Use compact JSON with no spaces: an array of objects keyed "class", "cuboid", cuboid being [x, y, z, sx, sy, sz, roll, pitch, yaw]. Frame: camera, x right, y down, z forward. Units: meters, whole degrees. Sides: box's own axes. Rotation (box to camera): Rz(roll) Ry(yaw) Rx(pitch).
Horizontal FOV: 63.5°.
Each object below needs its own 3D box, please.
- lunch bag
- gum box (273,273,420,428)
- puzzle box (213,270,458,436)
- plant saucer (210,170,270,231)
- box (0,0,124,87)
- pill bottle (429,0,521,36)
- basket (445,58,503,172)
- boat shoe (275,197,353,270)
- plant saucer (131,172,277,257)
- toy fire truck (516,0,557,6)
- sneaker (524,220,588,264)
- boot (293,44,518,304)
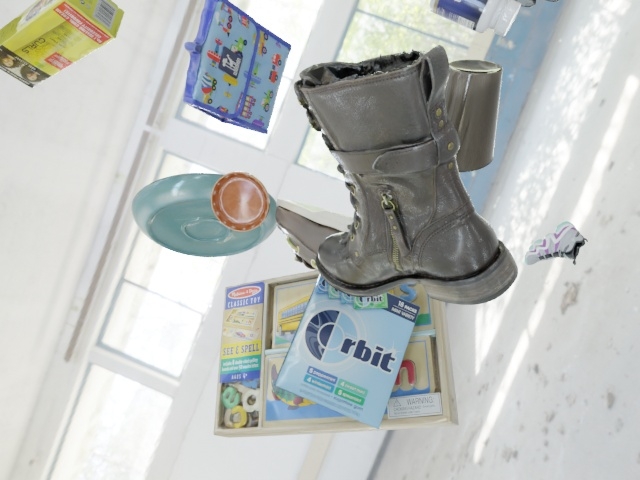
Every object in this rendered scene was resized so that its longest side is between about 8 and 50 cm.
[{"class":"lunch bag","cuboid":[-0.204,-0.379,1.123,0.293,0.138,0.220,0,-73,-70]},{"class":"gum box","cuboid":[0.041,0.151,0.746,0.041,0.157,0.184,121,172,-72]},{"class":"puzzle box","cuboid":[0.010,0.177,0.864,0.052,0.409,0.272,43,-139,-53]},{"class":"plant saucer","cuboid":[-0.109,-0.054,0.709,0.013,0.084,0.083,-54,-14,-69]},{"class":"box","cuboid":[-0.408,-0.311,0.786,0.087,0.232,0.058,35,-127,-49]},{"class":"pill bottle","cuboid":[0.323,-0.493,1.078,0.094,0.169,0.094,-57,-12,-19]},{"class":"basket","cuboid":[0.354,-0.307,1.250,0.204,0.154,0.226,-36,-43,-41]},{"class":"boat shoe","cuboid":[0.000,0.000,0.793,0.324,0.117,0.096,23,98,63]},{"class":"plant saucer","cuboid":[-0.246,-0.037,1.123,0.317,0.318,0.043,105,164,-60]},{"class":"toy fire truck","cuboid":[0.518,-0.681,1.266,0.217,0.246,0.158,23,94,56]},{"class":"sneaker","cuboid":[0.389,0.021,0.846,0.098,0.038,0.069,-46,43,18]},{"class":"boot","cuboid":[0.045,-0.055,0.475,0.263,0.229,0.091,-1,39,51]}]
